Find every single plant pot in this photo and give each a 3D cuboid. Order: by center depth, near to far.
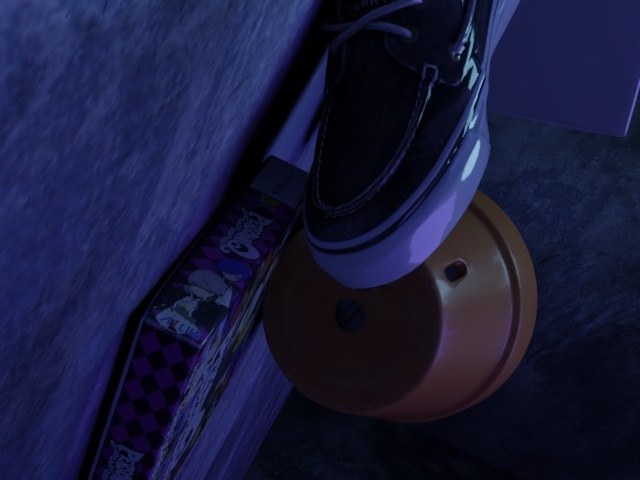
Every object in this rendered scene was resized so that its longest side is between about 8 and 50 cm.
[{"bbox_3d":[0.067,0.069,1.130,0.203,0.291,0.291,-9,127,-64],"label":"plant pot"}]

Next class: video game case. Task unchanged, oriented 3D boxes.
[{"bbox_3d":[-0.087,0.085,0.686,0.210,0.042,0.232,-60,175,-57],"label":"video game case"}]

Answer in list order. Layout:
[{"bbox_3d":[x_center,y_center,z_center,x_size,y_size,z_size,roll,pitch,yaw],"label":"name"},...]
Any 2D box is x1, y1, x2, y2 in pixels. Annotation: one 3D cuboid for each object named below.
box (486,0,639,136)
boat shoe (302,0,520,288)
[{"bbox_3d":[0.232,-0.298,0.915,0.215,0.168,0.345,-58,158,-59],"label":"box"},{"bbox_3d":[0.050,-0.130,0.690,0.119,0.121,0.335,49,48,-41],"label":"boat shoe"}]
